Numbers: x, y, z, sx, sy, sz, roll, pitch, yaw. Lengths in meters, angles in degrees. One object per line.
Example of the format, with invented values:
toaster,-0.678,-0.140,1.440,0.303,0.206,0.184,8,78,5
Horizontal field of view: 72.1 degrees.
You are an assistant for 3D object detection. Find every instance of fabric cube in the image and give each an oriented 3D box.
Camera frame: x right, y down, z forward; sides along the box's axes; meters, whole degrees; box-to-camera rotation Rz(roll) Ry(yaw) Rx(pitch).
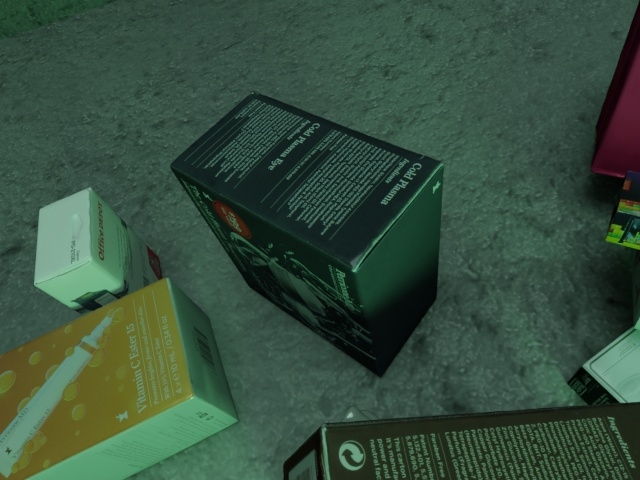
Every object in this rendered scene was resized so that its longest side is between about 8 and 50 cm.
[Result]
fabric cube,0.608,-0.244,0.686,0.254,0.257,0.259,16,37,24

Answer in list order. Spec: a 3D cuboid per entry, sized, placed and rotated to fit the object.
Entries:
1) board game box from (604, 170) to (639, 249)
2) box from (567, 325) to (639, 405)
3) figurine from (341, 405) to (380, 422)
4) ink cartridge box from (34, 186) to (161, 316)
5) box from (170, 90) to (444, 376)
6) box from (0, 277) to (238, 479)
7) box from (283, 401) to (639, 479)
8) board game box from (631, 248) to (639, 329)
board game box,0.462,-0.024,0.543,0.171,0.048,0.141,20,39,28
box,0.493,0.235,0.542,0.169,0.087,0.290,-32,55,-8
figurine,0.090,0.345,0.558,0.210,0.092,0.215,23,50,21
ink cartridge box,-0.388,0.049,0.797,0.100,0.237,0.171,-23,54,-1
box,0.000,0.000,0.668,0.313,0.343,0.179,28,66,29
box,-0.342,0.248,0.695,0.346,0.168,0.214,-26,55,-4
box,0.167,0.267,0.456,0.382,0.191,0.143,1,55,-16
board game box,0.558,0.030,0.589,0.224,0.097,0.303,17,36,25
